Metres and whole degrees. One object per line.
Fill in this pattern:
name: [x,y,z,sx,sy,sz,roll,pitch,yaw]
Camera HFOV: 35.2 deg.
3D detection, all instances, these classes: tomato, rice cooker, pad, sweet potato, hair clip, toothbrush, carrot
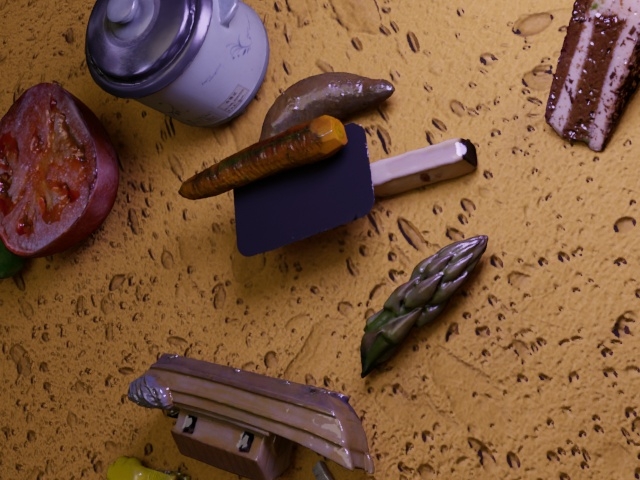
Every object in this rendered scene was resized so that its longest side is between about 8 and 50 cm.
tomato: [-0.496,-0.123,1.928,0.338,0.144,0.338,-8,77,35]
rice cooker: [-0.249,-0.339,1.725,0.317,0.317,0.264,-24,66,27]
pad: [-0.011,0.000,1.570,0.250,0.055,0.323,-18,82,25]
sweet potato: [-0.024,-0.198,1.661,0.310,0.098,0.124,-37,81,18]
hair clip: [-0.302,0.410,1.714,0.173,0.046,0.072,5,76,36]
toothbrush: [0.058,0.431,1.484,0.024,0.018,0.257,-48,57,17]
carrot: [-0.100,-0.120,1.601,0.314,0.066,0.066,-20,67,28]

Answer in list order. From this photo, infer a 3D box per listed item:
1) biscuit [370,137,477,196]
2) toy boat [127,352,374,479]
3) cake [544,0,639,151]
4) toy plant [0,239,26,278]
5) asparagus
biscuit: [0.147,-0.112,1.547,0.188,0.056,0.052,-16,70,31]
toy boat: [-0.117,0.283,1.569,0.445,0.136,0.162,7,77,34]
cake: [0.382,-0.260,1.381,0.112,0.135,0.246,35,98,34]
toy plant: [-0.713,-0.010,2.028,0.235,0.175,0.218,-16,105,32]
asparagus: [0.139,0.089,1.485,0.287,0.080,0.080,-43,58,16]
